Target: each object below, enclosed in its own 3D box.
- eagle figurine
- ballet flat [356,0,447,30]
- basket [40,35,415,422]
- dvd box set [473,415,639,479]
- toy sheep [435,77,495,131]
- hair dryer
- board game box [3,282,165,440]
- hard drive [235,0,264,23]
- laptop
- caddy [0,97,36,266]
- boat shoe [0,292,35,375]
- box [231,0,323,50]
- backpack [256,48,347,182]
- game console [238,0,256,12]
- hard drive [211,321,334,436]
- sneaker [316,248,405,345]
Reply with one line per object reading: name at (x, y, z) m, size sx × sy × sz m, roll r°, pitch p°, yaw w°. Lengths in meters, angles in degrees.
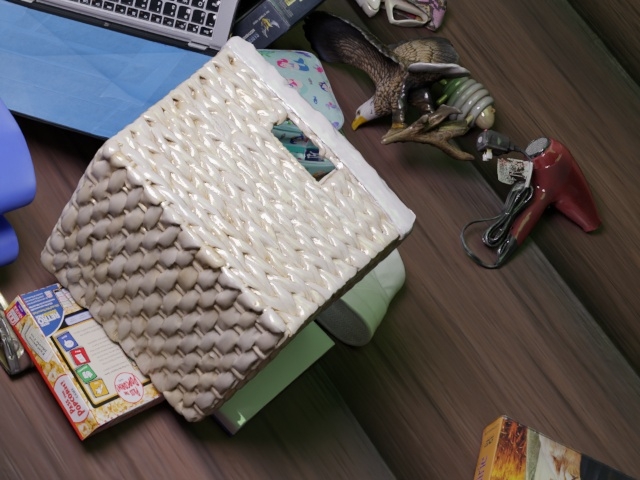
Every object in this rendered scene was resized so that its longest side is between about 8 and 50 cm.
eagle figurine at (0.116, -0.271, 1.910) m, size 0.225 × 0.226 × 0.298 m, roll -21°, pitch 58°, yaw 5°
ballet flat at (0.124, -0.431, 2.111) m, size 0.221 × 0.077 × 0.079 m, roll 16°, pitch 73°, yaw -17°
basket at (-0.130, -0.003, 1.463) m, size 0.328 × 0.331 × 0.266 m, roll 47°, pitch 52°, yaw 1°
dvd box set at (0.327, 0.481, 1.599) m, size 0.308 × 0.062 × 0.420 m, roll 27°, pitch 51°, yaw -7°
toy sheep at (0.249, -0.239, 2.031) m, size 0.132 × 0.091 × 0.091 m, roll 44°, pitch 51°, yaw 14°
hair dryer at (0.353, -0.063, 1.964) m, size 0.294 × 0.080 × 0.223 m, roll 5°, pitch 96°, yaw -29°
board game box at (-0.292, 0.141, 1.501) m, size 0.147 × 0.045 × 0.193 m, roll -20°, pitch 72°, yaw -53°
hard drive at (-0.097, -0.402, 1.918) m, size 0.022 × 0.135 × 0.094 m, roll 50°, pitch 12°, yaw -12°
laptop at (-0.328, -0.372, 1.653) m, size 0.382 × 0.408 × 0.236 m, roll 17°, pitch 8°, yaw 15°
caddy at (-0.502, -0.095, 1.455) m, size 0.179 × 0.241 × 0.341 m, roll -16°, pitch 56°, yaw -38°
boat shoe at (-0.417, 0.104, 1.491) m, size 0.152 × 0.056 × 0.049 m, roll 47°, pitch 46°, yaw 9°
box at (-0.078, -0.344, 1.841) m, size 0.059 × 0.233 × 0.183 m, roll 51°, pitch 49°, yaw -11°
backpack at (-0.095, -0.168, 1.754) m, size 0.254 × 0.191 × 0.225 m, roll -4°, pitch 48°, yaw -18°
game console at (-0.145, -0.511, 1.958) m, size 0.044 × 0.213 × 0.361 m, roll 42°, pitch 26°, yaw -44°
hard drive at (-0.159, 0.091, 1.636) m, size 0.318 × 0.040 × 0.210 m, roll 46°, pitch 51°, yaw 8°
sneaker at (0.000, 0.000, 1.731) m, size 0.292 × 0.108 × 0.169 m, roll 48°, pitch 47°, yaw -10°
